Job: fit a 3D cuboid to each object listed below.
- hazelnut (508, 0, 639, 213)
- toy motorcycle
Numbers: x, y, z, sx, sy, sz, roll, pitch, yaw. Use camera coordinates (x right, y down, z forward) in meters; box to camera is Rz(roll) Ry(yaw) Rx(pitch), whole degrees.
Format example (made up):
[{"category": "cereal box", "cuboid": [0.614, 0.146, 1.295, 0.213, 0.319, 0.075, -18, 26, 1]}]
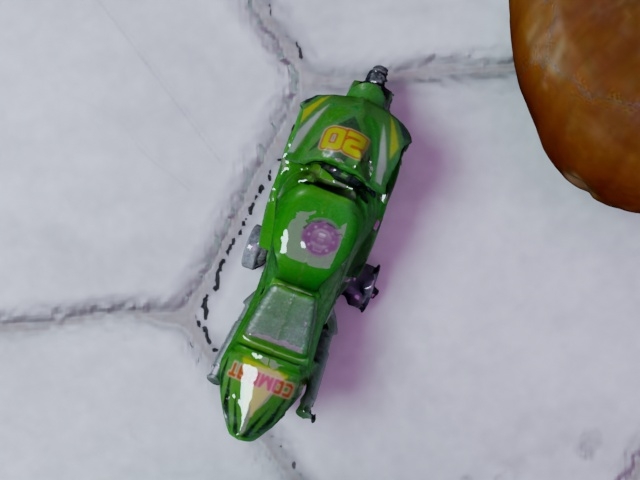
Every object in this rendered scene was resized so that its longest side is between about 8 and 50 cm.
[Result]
[{"category": "hazelnut", "cuboid": [0.166, -0.095, 0.408, 0.182, 0.182, 0.182, 0, 90, 2]}, {"category": "toy motorcycle", "cuboid": [0.000, 0.000, 0.445, 0.074, 0.106, 0.190, 20, 89, 2]}]
